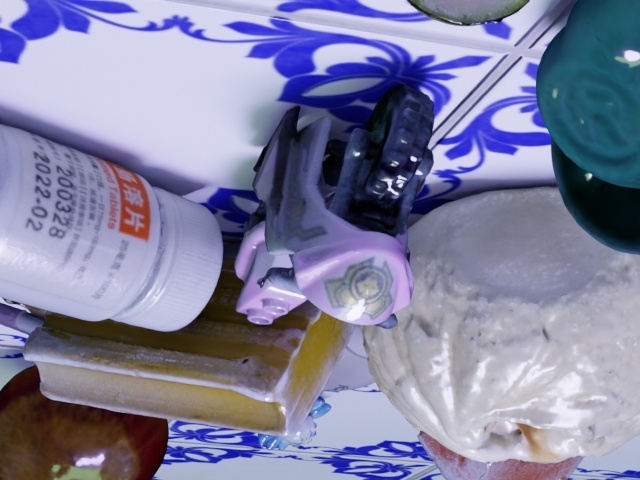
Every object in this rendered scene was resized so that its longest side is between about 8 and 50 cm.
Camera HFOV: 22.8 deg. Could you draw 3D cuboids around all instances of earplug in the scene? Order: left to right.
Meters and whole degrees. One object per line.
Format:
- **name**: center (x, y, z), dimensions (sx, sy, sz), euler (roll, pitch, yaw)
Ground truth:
- **earplug**: center (0.262, -0.104, 1.112), dimensions (0.257, 0.164, 0.280), euler (-51, 150, 20)

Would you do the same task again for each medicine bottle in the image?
- **medicine bottle**: center (-0.216, -0.005, 1.383), dimensions (0.144, 0.144, 0.252), euler (-16, 151, 41)

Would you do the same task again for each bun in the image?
- **bun**: center (0.215, 0.095, 1.515), dimensions (0.349, 0.227, 0.352), euler (-14, 158, 33)

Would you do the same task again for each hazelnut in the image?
- **hazelnut**: center (-0.309, 0.247, 2.047), dimensions (0.230, 0.229, 0.229), euler (1, 161, 0)

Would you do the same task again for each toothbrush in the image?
- **toothbrush**: center (-0.315, 0.082, 1.645), dimensions (0.354, 0.024, 0.029), euler (19, 166, 13)

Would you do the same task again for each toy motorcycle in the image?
- **toy motorcycle**: center (0.000, 0.000, 1.311), dimensions (0.143, 0.188, 0.327), euler (17, 157, -20)

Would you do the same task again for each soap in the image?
- **soap**: center (-0.123, 0.090, 1.517), dimensions (0.274, 0.173, 0.089), euler (6, 131, 26)

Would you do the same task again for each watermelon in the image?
- **watermelon**: center (0.228, 0.211, 1.877), dimensions (0.213, 0.201, 0.262), euler (13, 163, -42)

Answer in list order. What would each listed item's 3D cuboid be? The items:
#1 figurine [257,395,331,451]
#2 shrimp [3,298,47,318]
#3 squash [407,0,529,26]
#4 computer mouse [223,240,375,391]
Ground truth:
- **figurine**: center (-0.045, 0.248, 2.194), dimensions (0.114, 0.079, 0.114), euler (-21, 154, -11)
- **shrimp**: center (-0.259, 0.086, 1.771), dimensions (0.262, 0.066, 0.117), euler (9, 160, -11)
- **squash**: center (0.088, -0.169, 0.989), dimensions (0.105, 0.105, 0.132), euler (1, 175, 0)
- **computer mouse**: center (-0.020, 0.093, 1.691), dimensions (0.184, 0.121, 0.297), euler (-12, 158, 38)
